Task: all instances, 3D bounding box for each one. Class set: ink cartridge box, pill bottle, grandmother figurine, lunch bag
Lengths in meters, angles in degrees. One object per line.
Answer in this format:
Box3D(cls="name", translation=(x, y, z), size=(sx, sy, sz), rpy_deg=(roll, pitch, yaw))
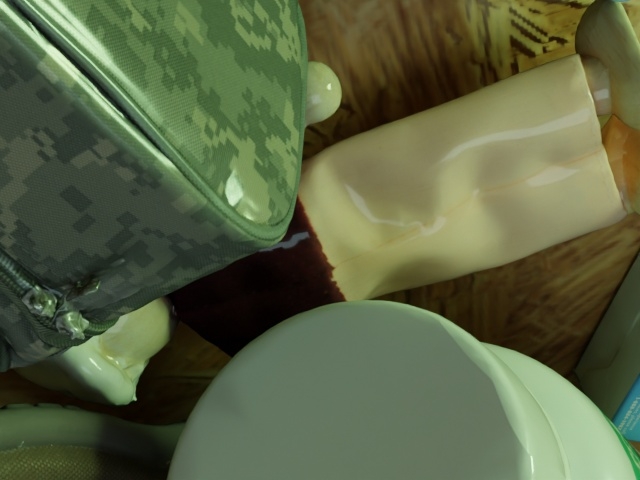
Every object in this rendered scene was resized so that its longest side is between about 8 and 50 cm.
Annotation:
Box3D(cls="ink cartridge box", translation=(0.257, 0.071, 0.873), size=(0.181, 0.061, 0.104), rpy_deg=(11, 123, -21))
Box3D(cls="pill bottle", translation=(0.083, 0.171, 0.752), size=(0.204, 0.204, 0.361), rpy_deg=(-32, 147, 11))
Box3D(cls="grandmother figurine", translation=(0.000, 0.000, 0.737), size=(0.342, 0.104, 0.208), rpy_deg=(-18, 119, 3))
Box3D(cls="lunch bag", translation=(-0.181, -0.084, 0.564), size=(0.256, 0.212, 0.305), rpy_deg=(-24, 130, 25))

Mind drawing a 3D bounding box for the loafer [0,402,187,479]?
Box3D(cls="loafer", translation=(-0.112, 0.160, 0.705), size=(0.134, 0.130, 0.366), rpy_deg=(-36, 157, 31))
